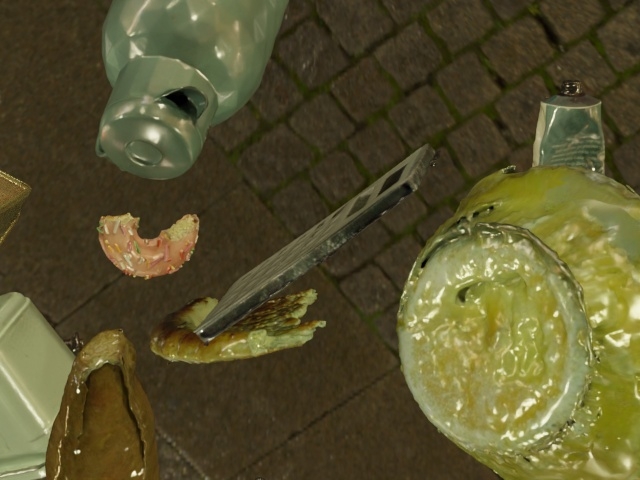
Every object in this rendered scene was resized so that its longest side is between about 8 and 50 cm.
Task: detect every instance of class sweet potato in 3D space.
[{"bbox_3d":[-0.134,0.182,0.728,0.112,0.085,0.285,-14,118,-9],"label":"sweet potato"}]

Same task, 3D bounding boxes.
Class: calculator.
[{"bbox_3d":[0.000,0.000,0.955,0.262,0.161,0.021,-36,96,19],"label":"calculator"}]

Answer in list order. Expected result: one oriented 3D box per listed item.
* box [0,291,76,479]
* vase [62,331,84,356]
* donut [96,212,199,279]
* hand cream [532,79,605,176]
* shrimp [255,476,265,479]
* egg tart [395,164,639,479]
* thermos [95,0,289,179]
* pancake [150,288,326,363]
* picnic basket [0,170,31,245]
[{"bbox_3d":[-0.441,0.191,1.243,0.312,0.175,0.182,-18,114,23],"label":"box"},{"bbox_3d":[-0.554,0.221,1.977,0.183,0.120,0.120,-7,113,-11],"label":"vase"},{"bbox_3d":[-0.278,0.014,1.639,0.166,0.065,0.117,0,108,-18],"label":"donut"},{"bbox_3d":[0.219,-0.017,0.897,0.075,0.052,0.247,-4,101,-16],"label":"hand cream"},{"bbox_3d":[-0.044,0.383,1.127,0.178,0.289,0.075,-43,130,-17],"label":"shrimp"},{"bbox_3d":[0.114,0.050,0.552,0.078,0.197,0.197,1,120,-45],"label":"egg tart"},{"bbox_3d":[-0.121,-0.175,0.877,0.145,0.286,0.182,33,141,-24],"label":"thermos"},{"bbox_3d":[-0.148,0.141,1.751,0.305,0.427,0.066,-15,97,-1],"label":"pancake"},{"bbox_3d":[-0.566,-0.043,1.551,0.165,0.266,0.139,28,98,-9],"label":"picnic basket"}]
